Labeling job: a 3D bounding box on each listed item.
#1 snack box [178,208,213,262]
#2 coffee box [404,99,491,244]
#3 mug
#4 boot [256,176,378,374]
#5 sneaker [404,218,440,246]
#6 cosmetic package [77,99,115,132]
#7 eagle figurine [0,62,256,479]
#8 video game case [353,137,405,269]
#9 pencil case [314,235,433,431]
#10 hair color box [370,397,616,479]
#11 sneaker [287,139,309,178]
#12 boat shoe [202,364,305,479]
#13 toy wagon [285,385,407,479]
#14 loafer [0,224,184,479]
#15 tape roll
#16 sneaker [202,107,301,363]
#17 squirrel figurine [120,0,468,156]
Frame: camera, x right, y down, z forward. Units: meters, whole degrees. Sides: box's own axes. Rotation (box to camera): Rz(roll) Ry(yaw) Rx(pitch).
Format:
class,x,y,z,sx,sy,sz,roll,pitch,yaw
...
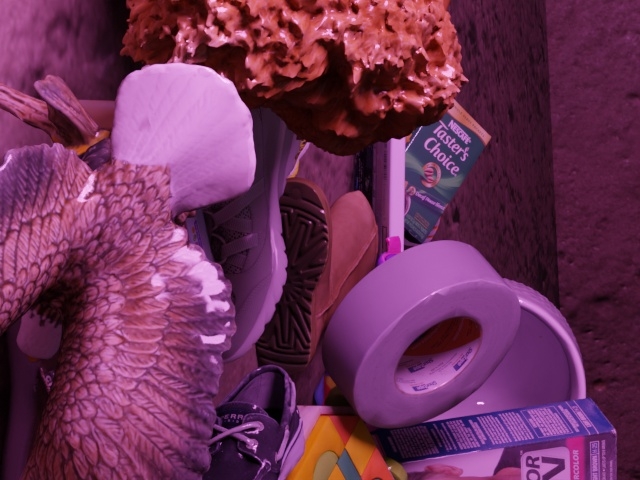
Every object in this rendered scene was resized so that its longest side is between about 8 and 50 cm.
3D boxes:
class,x,y,z,sx,sy,sz,roll,pitch,yaw
snack box,-0.137,0.029,1.186,0.037,0.100,0.141,-64,151,-52
coffee box,0.142,-0.101,1.952,0.113,0.040,0.184,42,75,-31
mug,0.229,0.234,2.103,0.328,0.276,0.374,-39,140,-81
boot,0.000,0.000,1.646,0.269,0.089,0.236,-49,151,-61
sneaker,0.130,-0.093,2.035,0.083,0.084,0.214,-63,150,-62
cosmetic package,-0.141,-0.075,1.138,0.041,0.115,0.060,-65,150,-48
eagle figurine,-0.165,0.040,0.910,0.298,0.226,0.225,-72,159,-44
video game case,0.073,-0.055,1.817,0.173,0.022,0.190,-159,-111,-75
pencil case,0.074,0.117,1.728,0.236,0.104,0.104,-65,173,27
hair color box,0.201,0.322,1.865,0.105,0.347,0.173,-116,-161,-69
sneaker,-0.033,-0.107,1.606,0.035,0.031,0.083,64,33,-55
boat shoe,-0.079,0.205,1.385,0.301,0.108,0.102,-49,138,-67
toy wagon,0.028,0.346,1.655,0.267,0.068,0.344,-58,132,-42
loafer,-0.159,0.132,1.084,0.134,0.130,0.365,-35,125,-67
tape roll,0.113,0.106,1.608,0.072,0.219,0.219,53,-11,38
sneaker,-0.099,-0.025,1.360,0.115,0.105,0.281,13,81,-42
squirrel figurine,-0.040,-0.268,1.082,0.370,0.281,0.397,59,11,-48
